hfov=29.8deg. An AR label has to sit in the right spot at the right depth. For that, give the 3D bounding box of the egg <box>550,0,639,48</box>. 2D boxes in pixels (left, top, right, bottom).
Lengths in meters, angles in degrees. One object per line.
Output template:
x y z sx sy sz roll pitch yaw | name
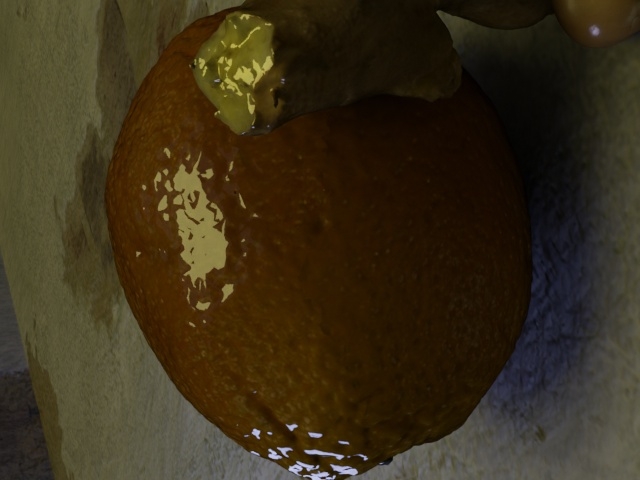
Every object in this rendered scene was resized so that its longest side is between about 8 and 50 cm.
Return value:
0.185 -0.164 0.783 0.083 0.071 0.071 82 163 -44 | egg

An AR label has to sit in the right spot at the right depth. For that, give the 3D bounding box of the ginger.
0.051 -0.192 0.818 0.166 0.236 0.375 -2 61 46 | ginger

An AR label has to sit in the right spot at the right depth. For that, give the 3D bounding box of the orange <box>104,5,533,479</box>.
0.000 0.000 0.916 0.322 0.322 0.356 -24 78 64 | orange
